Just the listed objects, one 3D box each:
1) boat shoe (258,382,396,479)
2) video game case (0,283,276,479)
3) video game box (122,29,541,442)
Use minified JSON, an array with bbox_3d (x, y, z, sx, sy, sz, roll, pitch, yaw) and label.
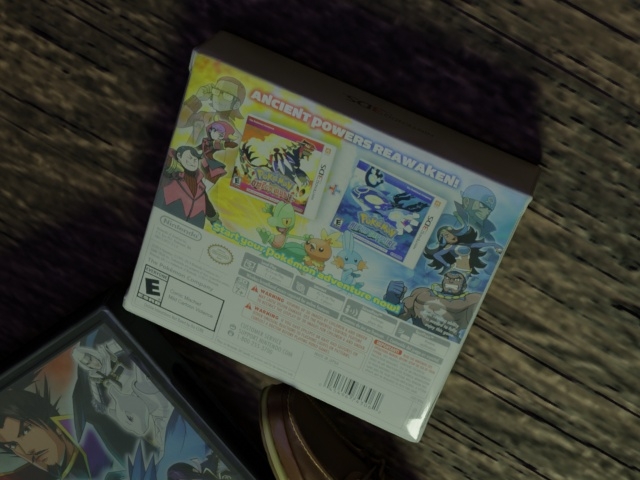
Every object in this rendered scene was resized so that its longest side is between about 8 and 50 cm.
[{"bbox_3d":[0.020,0.158,0.854,0.060,0.064,0.178,-21,114,22],"label":"boat shoe"},{"bbox_3d":[-0.162,0.192,0.923,0.275,0.035,0.248,-32,105,25],"label":"video game case"},{"bbox_3d":[0.000,0.000,0.785,0.205,0.048,0.187,24,124,6],"label":"video game box"}]
